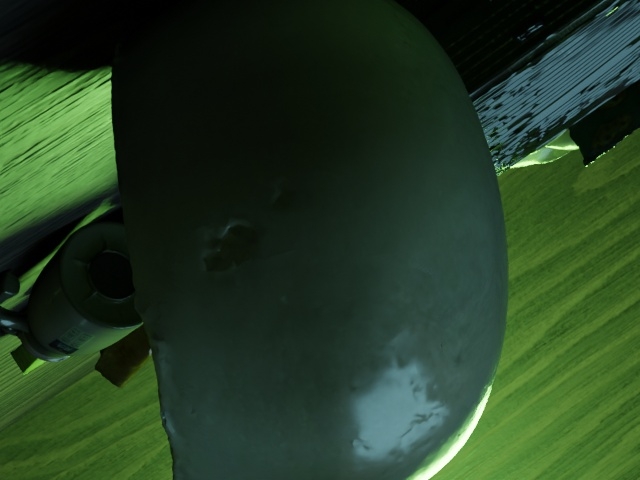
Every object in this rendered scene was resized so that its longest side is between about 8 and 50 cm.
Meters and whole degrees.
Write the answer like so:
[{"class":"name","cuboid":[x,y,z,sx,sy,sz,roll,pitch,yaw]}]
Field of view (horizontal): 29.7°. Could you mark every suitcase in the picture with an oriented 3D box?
[{"class":"suitcase","cuboid":[0.110,-0.132,0.996,0.335,0.152,0.229,-34,163,15]}]

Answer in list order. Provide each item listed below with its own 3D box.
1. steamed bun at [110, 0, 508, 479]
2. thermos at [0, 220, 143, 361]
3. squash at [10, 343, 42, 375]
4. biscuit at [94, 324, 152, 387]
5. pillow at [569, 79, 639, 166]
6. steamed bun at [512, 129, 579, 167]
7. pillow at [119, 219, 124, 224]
[{"class":"steamed bun","cuboid":[0.000,0.000,0.709,0.206,0.324,0.324,-7,175,-4]},{"class":"thermos","cuboid":[-0.249,0.059,1.164,0.137,0.105,0.193,10,156,-29]},{"class":"squash","cuboid":[-0.279,0.085,1.465,0.219,0.041,0.219,-38,-176,3]},{"class":"biscuit","cuboid":[-0.155,0.042,1.537,0.381,0.074,0.359,-42,-177,35]},{"class":"pillow","cuboid":[0.272,-0.219,1.114,0.034,0.255,0.189,9,146,-35]},{"class":"steamed bun","cuboid":[0.236,-0.184,1.437,0.276,0.203,0.289,-35,178,5]},{"class":"pillow","cuboid":[-0.220,0.011,1.280,0.130,0.033,0.217,-36,178,-39]}]
